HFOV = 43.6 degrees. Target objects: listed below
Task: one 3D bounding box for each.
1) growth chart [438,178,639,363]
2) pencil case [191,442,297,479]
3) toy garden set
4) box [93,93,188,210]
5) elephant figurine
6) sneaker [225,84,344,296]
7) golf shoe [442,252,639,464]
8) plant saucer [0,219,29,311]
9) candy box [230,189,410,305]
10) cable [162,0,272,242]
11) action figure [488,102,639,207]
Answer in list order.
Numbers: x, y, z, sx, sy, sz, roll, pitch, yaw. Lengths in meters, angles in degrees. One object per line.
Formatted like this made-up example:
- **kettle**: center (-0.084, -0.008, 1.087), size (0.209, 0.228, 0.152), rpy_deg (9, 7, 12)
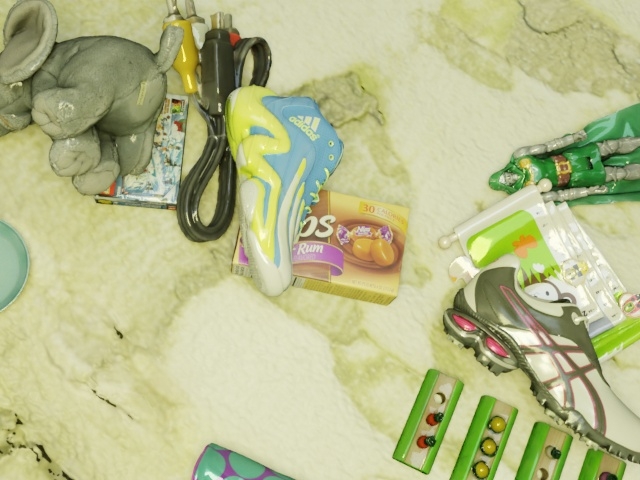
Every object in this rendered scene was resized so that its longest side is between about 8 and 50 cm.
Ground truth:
- **growth chart**: center (0.263, 0.050, 0.928), size (0.172, 0.021, 0.237), rpy_deg (-38, 86, -1)
- **pencil case**: center (-0.060, 0.266, 0.814), size (0.152, 0.064, 0.070), rpy_deg (23, 56, 0)
- **toy garden set**: center (0.192, 0.279, 0.852), size (0.244, 0.049, 0.203), rpy_deg (26, 72, 0)
- **box**: center (-0.205, -0.105, 0.924), size (0.094, 0.027, 0.137), rpy_deg (6, 73, -7)
- **elephant figurine**: center (-0.289, -0.169, 0.855), size (0.239, 0.169, 0.186), rpy_deg (34, 47, 28)
- **sneaker**: center (-0.027, -0.062, 0.849), size (0.126, 0.091, 0.240), rpy_deg (-6, 72, -10)
- **golf shoe**: center (0.264, 0.132, 0.861), size (0.273, 0.105, 0.120), rpy_deg (39, 91, 6)
- **plant saucer**: center (-0.373, 0.031, 0.863), size (0.119, 0.021, 0.119), rpy_deg (2, 72, -7)
- **candy box**: center (0.000, 0.000, 0.908), size (0.187, 0.053, 0.109), rpy_deg (13, 72, -5)
- **cable**: center (-0.123, -0.140, 0.937), size (0.139, 0.072, 0.287), rpy_deg (2, 89, -49)
- **action figure**: center (0.316, -0.089, 0.977), size (0.232, 0.063, 0.137), rpy_deg (-12, 79, -8)
